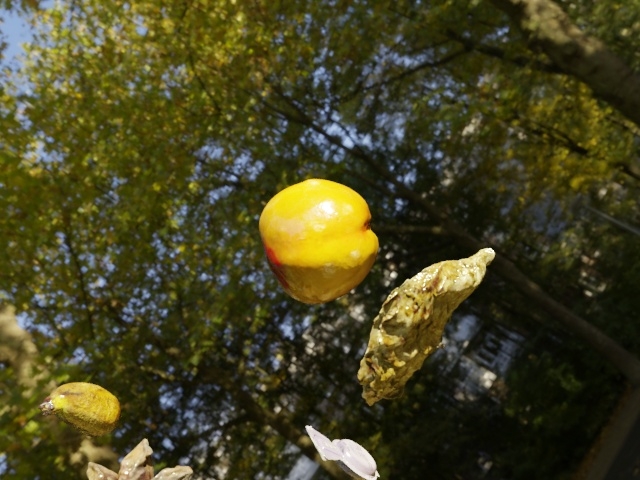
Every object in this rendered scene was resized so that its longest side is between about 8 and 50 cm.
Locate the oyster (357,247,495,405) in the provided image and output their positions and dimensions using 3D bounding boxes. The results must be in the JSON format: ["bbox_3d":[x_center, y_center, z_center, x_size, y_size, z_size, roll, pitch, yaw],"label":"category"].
[{"bbox_3d":[0.188,0.159,1.435,0.396,0.111,0.204,-56,-29,7],"label":"oyster"}]

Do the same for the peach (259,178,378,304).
[{"bbox_3d":[0.000,0.000,0.830,0.138,0.138,0.138,-47,-23,-27],"label":"peach"}]

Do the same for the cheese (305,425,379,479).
[{"bbox_3d":[0.049,0.421,1.452,0.191,0.105,0.042,37,-83,-35],"label":"cheese"}]

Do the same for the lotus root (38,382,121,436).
[{"bbox_3d":[-0.467,0.325,1.447,0.094,0.108,0.190,-56,-31,-10],"label":"lotus root"}]

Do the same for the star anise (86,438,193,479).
[{"bbox_3d":[-0.280,0.393,1.104,0.073,0.212,0.196,60,-146,-54],"label":"star anise"}]
